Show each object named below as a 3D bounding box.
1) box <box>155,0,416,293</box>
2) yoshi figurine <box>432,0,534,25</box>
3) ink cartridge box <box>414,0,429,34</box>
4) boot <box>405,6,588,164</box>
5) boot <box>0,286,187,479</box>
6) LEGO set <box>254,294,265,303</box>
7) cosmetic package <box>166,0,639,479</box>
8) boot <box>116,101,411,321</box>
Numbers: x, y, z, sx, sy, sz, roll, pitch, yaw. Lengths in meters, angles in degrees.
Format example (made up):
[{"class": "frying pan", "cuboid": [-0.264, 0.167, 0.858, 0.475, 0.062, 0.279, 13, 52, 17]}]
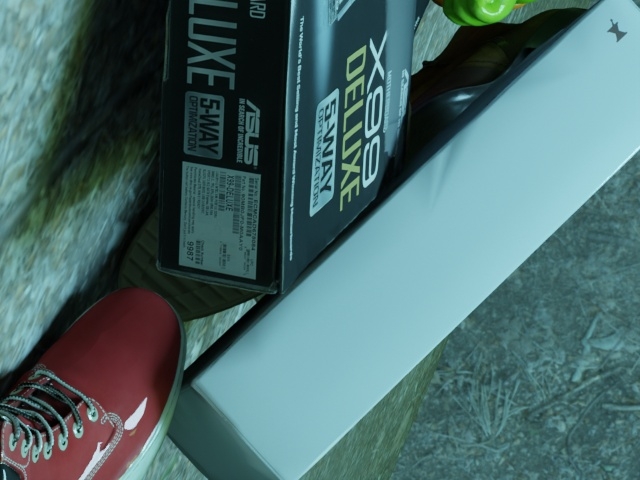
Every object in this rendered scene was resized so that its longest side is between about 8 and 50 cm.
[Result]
[{"class": "box", "cuboid": [-0.010, -0.154, 1.072, 0.242, 0.076, 0.307, -43, 139, -64]}, {"class": "yoshi figurine", "cuboid": [0.165, -0.273, 1.588, 0.203, 0.203, 0.362, -31, -168, -7]}, {"class": "ink cartridge box", "cuboid": [0.016, -0.184, 1.376, 0.175, 0.069, 0.371, -66, 167, -6]}, {"class": "boot", "cuboid": [0.097, -0.121, 1.656, 0.264, 0.096, 0.280, -43, -161, -14]}, {"class": "boot", "cuboid": [-0.154, 0.098, 1.065, 0.244, 0.088, 0.176, -57, 165, -28]}, {"class": "LEGO set", "cuboid": [0.000, 0.000, 1.575, 0.107, 0.132, 0.287, -51, -160, 16]}, {"class": "cosmetic package", "cuboid": [0.059, 0.012, 1.298, 0.377, 0.097, 0.284, -43, 179, -13]}, {"class": "boot", "cuboid": [-0.044, -0.010, 1.332, 0.248, 0.090, 0.207, -37, 177, -17]}]
